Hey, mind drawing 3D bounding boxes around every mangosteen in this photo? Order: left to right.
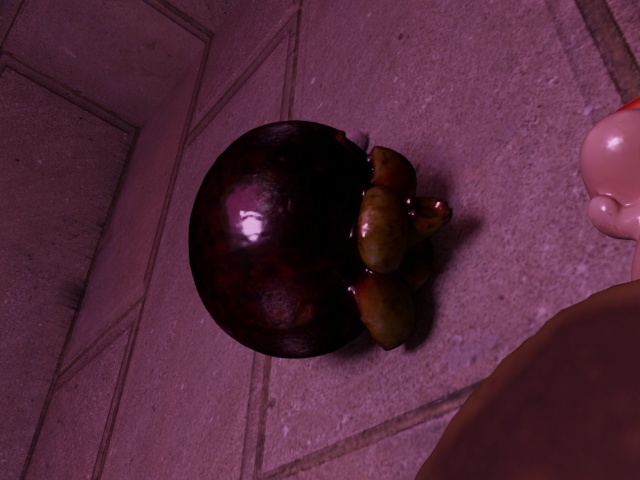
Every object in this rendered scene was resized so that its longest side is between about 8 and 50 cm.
[{"bbox_3d":[0.000,0.000,0.779,0.346,0.307,0.307,1,62,25],"label":"mangosteen"}]

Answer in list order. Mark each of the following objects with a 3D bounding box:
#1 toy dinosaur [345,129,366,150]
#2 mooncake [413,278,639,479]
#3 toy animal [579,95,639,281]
[{"bbox_3d":[0.002,-0.112,1.015,0.194,0.152,0.177,-49,22,9],"label":"toy dinosaur"},{"bbox_3d":[0.210,0.207,0.275,0.394,0.246,0.393,-44,24,28],"label":"mooncake"},{"bbox_3d":[0.294,-0.039,0.464,0.171,0.171,0.198,-36,41,38],"label":"toy animal"}]
